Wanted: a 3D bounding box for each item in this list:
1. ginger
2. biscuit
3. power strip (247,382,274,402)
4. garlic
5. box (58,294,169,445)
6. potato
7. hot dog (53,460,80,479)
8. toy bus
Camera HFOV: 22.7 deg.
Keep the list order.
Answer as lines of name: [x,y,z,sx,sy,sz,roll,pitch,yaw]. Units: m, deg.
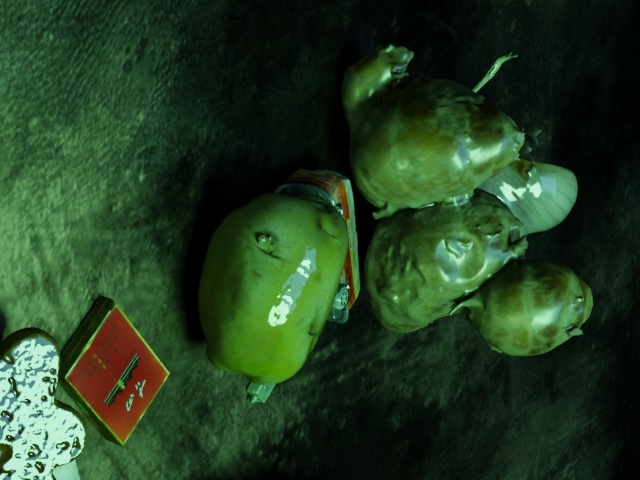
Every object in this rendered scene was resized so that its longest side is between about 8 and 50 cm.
ginger: [0.138,-0.041,1.756,0.176,0.256,0.375,-31,103,-49]
biscuit: [-0.286,0.192,1.369,0.180,0.039,0.236,1,94,-34]
power strip: [-0.057,0.146,1.773,0.083,0.017,0.027,-61,145,-21]
garlic: [0.206,-0.115,1.925,0.207,0.207,0.256,-19,121,-53]
box: [-0.201,0.127,1.535,0.090,0.023,0.133,-56,144,-23]
potato: [-0.048,0.046,1.621,0.155,0.137,0.200,15,99,-48]
hot dog: [-0.253,0.258,1.482,0.108,0.059,0.191,-53,142,-52]
toy bus: [0.000,0.000,1.742,0.077,0.079,0.174,-47,140,-49]
